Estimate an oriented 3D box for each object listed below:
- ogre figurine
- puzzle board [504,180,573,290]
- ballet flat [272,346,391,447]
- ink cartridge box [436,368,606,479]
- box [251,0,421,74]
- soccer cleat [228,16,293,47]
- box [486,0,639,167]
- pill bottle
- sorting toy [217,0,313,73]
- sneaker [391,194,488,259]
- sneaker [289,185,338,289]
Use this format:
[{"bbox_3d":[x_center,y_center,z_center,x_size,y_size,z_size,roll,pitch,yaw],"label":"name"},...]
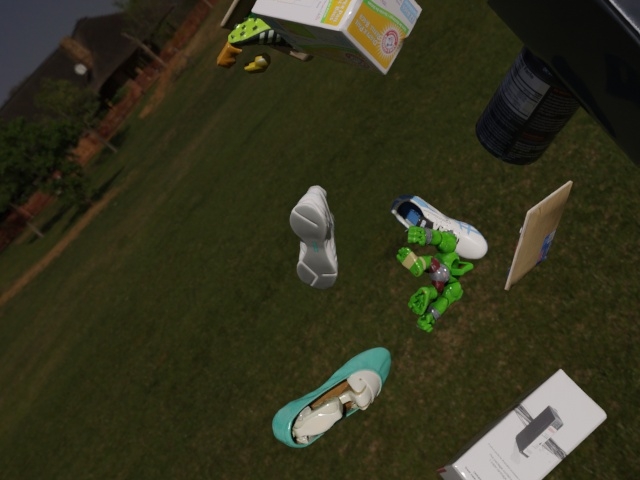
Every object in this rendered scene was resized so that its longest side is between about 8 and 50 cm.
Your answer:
[{"bbox_3d":[0.217,0.062,1.064,0.118,0.197,0.097,-17,-5,-34],"label":"ogre figurine"},{"bbox_3d":[0.274,-0.006,0.719,0.096,0.128,0.011,-31,50,-32],"label":"puzzle board"},{"bbox_3d":[0.035,0.274,0.965,0.247,0.083,0.087,-30,19,-14],"label":"ballet flat"},{"bbox_3d":[0.366,0.381,1.057,0.273,0.114,0.197,-35,-21,-13],"label":"ink cartridge box"},{"bbox_3d":[0.019,-0.320,0.790,0.203,0.114,0.103,32,94,43],"label":"box"},{"bbox_3d":[-0.090,-0.380,1.042,0.179,0.072,0.060,-6,58,29],"label":"soccer cleat"},{"bbox_3d":[0.438,-0.316,0.591,0.395,0.293,0.212,-42,1,5],"label":"box"},{"bbox_3d":[0.362,-0.247,0.918,0.245,0.130,0.130,113,180,-52],"label":"pill bottle"},{"bbox_3d":[-0.084,-0.441,1.181,0.307,0.229,0.041,-39,50,47],"label":"sorting toy"},{"bbox_3d":[0.261,-0.024,1.272,0.086,0.237,0.085,-33,-30,-54],"label":"sneaker"},{"bbox_3d":[0.000,0.000,0.698,0.054,0.152,0.061,9,45,13],"label":"sneaker"}]
